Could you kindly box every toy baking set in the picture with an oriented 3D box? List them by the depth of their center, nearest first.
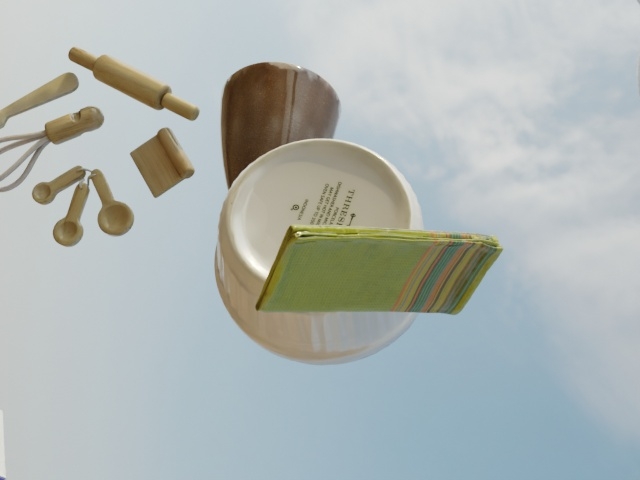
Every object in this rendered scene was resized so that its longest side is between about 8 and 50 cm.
[{"bbox_3d":[-0.252,-0.107,0.796,0.256,0.196,0.030,32,-12,15],"label":"toy baking set"}]

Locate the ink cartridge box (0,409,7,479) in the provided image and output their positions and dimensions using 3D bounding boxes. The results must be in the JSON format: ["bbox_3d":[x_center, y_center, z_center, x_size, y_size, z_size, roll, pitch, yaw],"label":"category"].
[{"bbox_3d":[-0.599,0.269,1.070,0.071,0.324,0.330,-62,-154,-2],"label":"ink cartridge box"}]

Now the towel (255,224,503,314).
[{"bbox_3d":[0.061,0.034,0.740,0.021,0.237,0.102,59,-44,44],"label":"towel"}]

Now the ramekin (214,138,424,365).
[{"bbox_3d":[0.000,0.000,0.926,0.127,0.273,0.273,85,-15,-60],"label":"ramekin"}]

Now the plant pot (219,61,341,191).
[{"bbox_3d":[-0.081,-0.142,1.319,0.215,0.215,0.230,130,-28,-53],"label":"plant pot"}]

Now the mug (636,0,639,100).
[{"bbox_3d":[0.347,-0.169,0.468,0.328,0.374,0.276,-35,-145,50],"label":"mug"}]
